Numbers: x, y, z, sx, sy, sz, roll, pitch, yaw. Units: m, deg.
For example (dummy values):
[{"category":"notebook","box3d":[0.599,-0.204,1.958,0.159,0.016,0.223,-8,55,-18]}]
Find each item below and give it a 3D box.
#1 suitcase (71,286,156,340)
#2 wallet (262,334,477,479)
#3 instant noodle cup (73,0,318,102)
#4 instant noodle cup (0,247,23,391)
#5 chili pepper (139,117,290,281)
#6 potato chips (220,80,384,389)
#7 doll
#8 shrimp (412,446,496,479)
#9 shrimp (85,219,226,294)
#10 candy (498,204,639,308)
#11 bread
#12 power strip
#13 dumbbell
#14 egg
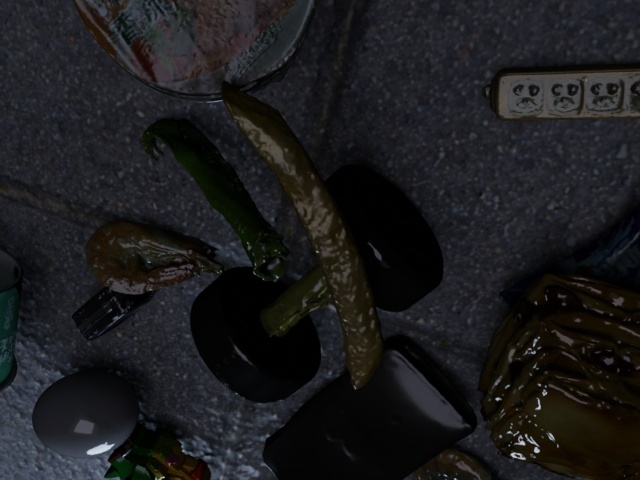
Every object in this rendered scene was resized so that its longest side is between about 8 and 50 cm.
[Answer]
[{"category":"suitcase","box3d":[-0.334,0.104,1.184,0.126,0.086,0.059,-36,88,25]},{"category":"wallet","box3d":[0.060,0.322,1.197,0.197,0.051,0.377,47,118,5]},{"category":"instant noodle cup","box3d":[-0.117,-0.329,0.848,0.296,0.214,0.296,5,117,11]},{"category":"instant noodle cup","box3d":[-0.595,0.113,1.176,0.251,0.251,0.190,23,109,2]},{"category":"chili pepper","box3d":[-0.144,-0.075,0.969,0.076,0.359,0.085,-30,136,-16]},{"category":"potato chips","box3d":[0.000,0.000,0.836,0.080,0.057,0.407,-19,111,13]},{"category":"doll","box3d":[-0.286,0.403,1.303,0.186,0.106,0.134,21,124,3]},{"category":"shrimp","box3d":[0.244,0.436,1.228,0.217,0.051,0.150,46,120,-2]},{"category":"shrimp","box3d":[-0.251,0.033,1.124,0.217,0.051,0.115,10,76,-2]},{"category":"candy","box3d":[0.387,0.046,0.991,0.145,0.070,0.275,41,121,-15]},{"category":"bread","box3d":[0.361,0.214,0.990,0.277,0.167,0.324,16,134,5]},{"category":"power strip","box3d":[0.354,-0.183,0.901,0.305,0.044,0.064,1,114,13]},{"category":"dumbbell","box3d":[-0.009,0.065,1.019,0.204,0.204,0.322,45,116,-10]},{"category":"egg","box3d":[-0.404,0.297,1.258,0.198,0.146,0.146,-6,114,24]}]
